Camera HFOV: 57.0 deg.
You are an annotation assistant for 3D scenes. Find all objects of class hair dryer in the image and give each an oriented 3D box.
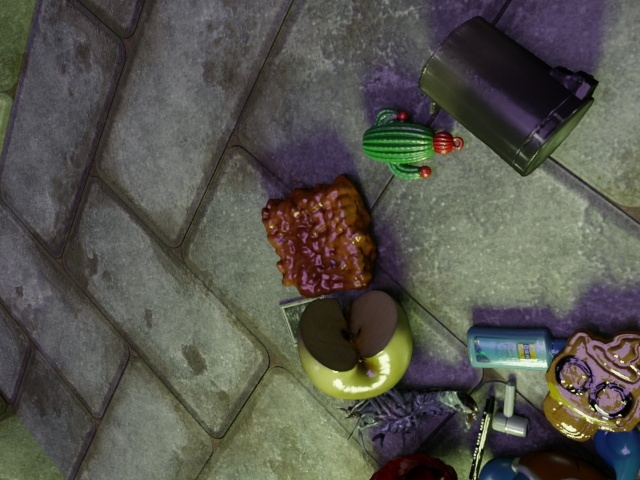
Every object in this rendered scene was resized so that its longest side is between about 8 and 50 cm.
[{"bbox_3d":[0.476,0.413,1.461,0.081,0.047,0.138,6,98,31],"label":"hair dryer"}]

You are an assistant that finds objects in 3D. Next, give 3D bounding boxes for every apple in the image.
[{"bbox_3d":[0.092,0.277,1.538,0.294,0.258,0.234,-17,118,-3],"label":"apple"}]

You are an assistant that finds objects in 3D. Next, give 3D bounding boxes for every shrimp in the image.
[{"bbox_3d":[0.223,0.465,1.581,0.410,0.166,0.222,-22,112,22],"label":"shrimp"}]

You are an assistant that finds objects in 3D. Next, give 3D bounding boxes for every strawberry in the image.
[{"bbox_3d":[0.243,0.681,1.489,0.291,0.310,0.292,0,84,-3],"label":"strawberry"}]

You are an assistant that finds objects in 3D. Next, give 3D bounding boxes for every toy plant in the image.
[{"bbox_3d":[0.214,-0.225,1.434,0.240,0.088,0.155,30,116,19],"label":"toy plant"}]

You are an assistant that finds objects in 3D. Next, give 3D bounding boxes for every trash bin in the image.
[{"bbox_3d":[0.380,-0.307,1.232,0.301,0.202,0.252,44,135,17],"label":"trash bin"}]

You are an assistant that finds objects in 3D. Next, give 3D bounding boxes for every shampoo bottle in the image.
[{"bbox_3d":[0.482,0.257,1.401,0.258,0.061,0.104,-5,97,34],"label":"shampoo bottle"}]

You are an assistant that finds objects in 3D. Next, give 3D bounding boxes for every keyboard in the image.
[{"bbox_3d":[0.409,0.513,1.498,0.025,0.093,0.231,13,110,19],"label":"keyboard"}]

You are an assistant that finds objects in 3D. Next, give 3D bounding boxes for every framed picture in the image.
[{"bbox_3d":[-0.036,0.242,1.771,0.183,0.011,0.142,-17,93,36],"label":"framed picture"}]

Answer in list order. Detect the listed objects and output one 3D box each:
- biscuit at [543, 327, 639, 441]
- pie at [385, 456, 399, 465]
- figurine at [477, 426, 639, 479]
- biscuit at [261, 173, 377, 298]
[{"bbox_3d":[0.600,0.311,1.271,0.208,0.041,0.291,36,115,23],"label":"biscuit"},{"bbox_3d":[0.293,0.763,1.655,0.337,0.075,0.338,10,109,30],"label":"pie"},{"bbox_3d":[0.555,0.574,1.347,0.416,0.297,0.243,-37,48,32],"label":"figurine"},{"bbox_3d":[0.000,0.000,1.624,0.311,0.110,0.319,-13,95,33],"label":"biscuit"}]
